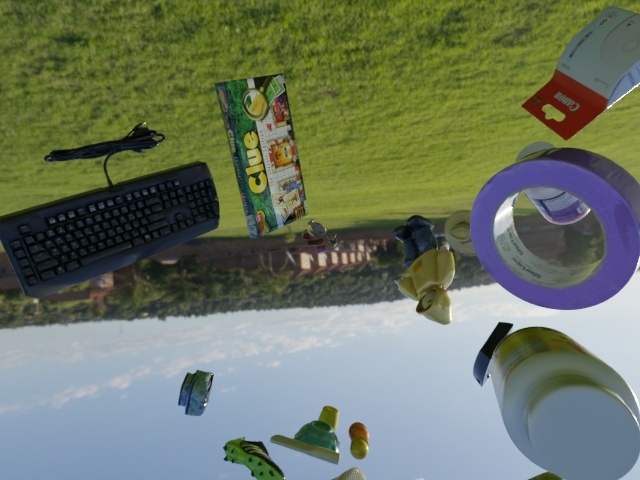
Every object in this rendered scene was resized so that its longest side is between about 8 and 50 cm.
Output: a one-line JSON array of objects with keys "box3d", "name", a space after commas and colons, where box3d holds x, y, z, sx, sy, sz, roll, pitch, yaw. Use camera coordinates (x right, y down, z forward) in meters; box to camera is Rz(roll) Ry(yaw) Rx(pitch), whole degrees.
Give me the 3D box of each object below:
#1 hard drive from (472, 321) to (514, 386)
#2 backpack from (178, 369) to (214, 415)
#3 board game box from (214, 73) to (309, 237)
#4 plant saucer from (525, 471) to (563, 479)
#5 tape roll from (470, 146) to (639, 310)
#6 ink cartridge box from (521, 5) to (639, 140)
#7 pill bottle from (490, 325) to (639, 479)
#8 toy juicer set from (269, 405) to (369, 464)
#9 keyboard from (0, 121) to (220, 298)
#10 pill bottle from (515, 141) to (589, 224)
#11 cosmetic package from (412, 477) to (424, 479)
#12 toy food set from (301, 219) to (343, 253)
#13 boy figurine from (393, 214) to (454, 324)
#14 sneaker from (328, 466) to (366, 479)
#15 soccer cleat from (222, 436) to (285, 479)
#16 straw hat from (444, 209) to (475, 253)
[{"box3d": [0.583, 0.385, 1.531, 0.054, 0.172, 0.254, 31, 156, 30], "name": "hard drive"}, {"box3d": [-0.347, 0.425, 1.245, 0.084, 0.105, 0.114, 11, -171, -10], "name": "backpack"}, {"box3d": [-0.094, -0.147, 0.781, 0.030, 0.259, 0.136, 9, -153, 43], "name": "board game box"}, {"box3d": [0.616, 0.748, 1.352, 0.241, 0.037, 0.241, -16, 144, -12], "name": "plant saucer"}, {"box3d": [0.411, -0.019, 0.792, 0.090, 0.274, 0.275, -28, -170, -37], "name": "tape roll"}, {"box3d": [0.516, -0.325, 0.861, 0.232, 0.189, 0.066, -38, 123, 19], "name": "ink cartridge box"}, {"box3d": [0.246, 0.162, 0.470, 0.117, 0.117, 0.215, -7, 177, 16], "name": "pill bottle"}, {"box3d": [0.022, 0.579, 1.265, 0.209, 0.089, 0.329, 16, -177, 28], "name": "toy juicer set"}, {"box3d": [-0.304, -0.064, 0.674, 0.317, 0.201, 0.033, -27, -165, -39], "name": "keyboard"}, {"box3d": [0.475, -0.118, 0.921, 0.108, 0.108, 0.193, -10, 150, 42], "name": "pill bottle"}, {"box3d": [0.163, 0.672, 0.996, 0.156, 0.217, 0.385, 43, 179, 36], "name": "cosmetic package"}, {"box3d": [0.000, 0.000, 1.155, 0.122, 0.019, 0.078, 28, 118, -34], "name": "toy food set"}, {"box3d": [0.251, 0.082, 1.107, 0.092, 0.285, 0.177, 25, 134, -31], "name": "boy figurine"}, {"box3d": [0.016, 0.409, 0.699, 0.070, 0.051, 0.134, -43, 164, 27], "name": "sneaker"}, {"box3d": [-0.130, 0.459, 0.947, 0.179, 0.060, 0.072, 9, -169, 40], "name": "soccer cleat"}, {"box3d": [0.425, -0.023, 1.348, 0.145, 0.144, 0.061, -10, -179, 42], "name": "straw hat"}]
